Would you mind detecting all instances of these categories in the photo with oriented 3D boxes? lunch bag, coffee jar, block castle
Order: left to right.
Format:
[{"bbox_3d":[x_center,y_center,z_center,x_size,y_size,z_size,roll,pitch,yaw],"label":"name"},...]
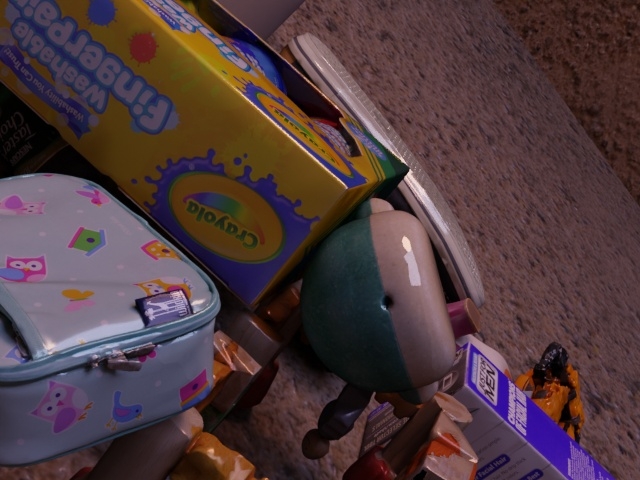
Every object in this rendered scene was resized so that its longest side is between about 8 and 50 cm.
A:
[{"bbox_3d":[-0.324,-0.125,1.251,0.184,0.096,0.079,52,19,6],"label":"coffee jar"},{"bbox_3d":[-0.224,0.049,0.887,0.224,0.108,0.279,-12,34,-37],"label":"lunch bag"},{"bbox_3d":[-0.039,0.238,1.102,0.303,0.213,0.453,38,20,3],"label":"block castle"}]

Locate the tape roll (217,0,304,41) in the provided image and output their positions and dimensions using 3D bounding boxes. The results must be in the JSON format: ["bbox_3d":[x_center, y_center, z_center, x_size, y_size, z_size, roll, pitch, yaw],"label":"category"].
[{"bbox_3d":[-0.140,-0.457,1.879,0.246,0.169,0.246,36,29,-24],"label":"tape roll"}]

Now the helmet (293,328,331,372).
[{"bbox_3d":[0.027,0.073,1.476,0.169,0.169,0.161,44,44,-10],"label":"helmet"}]

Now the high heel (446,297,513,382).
[{"bbox_3d":[0.214,0.198,1.718,0.244,0.117,0.082,59,28,-28],"label":"high heel"}]

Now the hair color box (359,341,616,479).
[{"bbox_3d":[0.235,0.309,1.440,0.339,0.185,0.110,43,27,-14],"label":"hair color box"}]

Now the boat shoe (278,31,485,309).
[{"bbox_3d":[0.075,-0.084,1.738,0.500,0.156,0.187,52,12,-2],"label":"boat shoe"}]

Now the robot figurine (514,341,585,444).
[{"bbox_3d":[0.333,0.275,1.694,0.291,0.085,0.211,-32,114,-64],"label":"robot figurine"}]

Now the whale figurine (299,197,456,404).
[{"bbox_3d":[0.057,0.067,1.159,0.272,0.141,0.216,17,58,-85],"label":"whale figurine"}]

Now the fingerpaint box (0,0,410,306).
[{"bbox_3d":[-0.139,-0.157,1.237,0.445,0.163,0.371,42,14,7],"label":"fingerpaint box"}]
